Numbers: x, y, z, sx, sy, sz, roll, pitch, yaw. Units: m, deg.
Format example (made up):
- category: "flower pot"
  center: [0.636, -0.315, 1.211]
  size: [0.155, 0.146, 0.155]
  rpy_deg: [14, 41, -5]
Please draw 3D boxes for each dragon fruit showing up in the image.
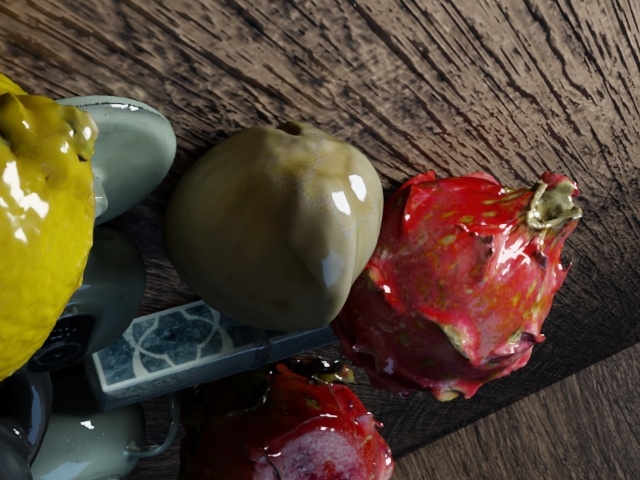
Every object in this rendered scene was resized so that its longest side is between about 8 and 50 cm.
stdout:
- category: "dragon fruit"
  center: [0.123, 0.033, 0.913]
  size: [0.268, 0.205, 0.210]
  rpy_deg: [-38, 155, 32]
- category: "dragon fruit"
  center: [-0.062, 0.250, 1.220]
  size: [0.250, 0.269, 0.291]
  rpy_deg: [-25, -164, -17]

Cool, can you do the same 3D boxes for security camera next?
- category: "security camera"
  center: [-0.188, 0.009, 0.715]
  size: [0.157, 0.080, 0.301]
  rpy_deg: [-11, 154, -28]

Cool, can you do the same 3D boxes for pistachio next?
- category: "pistachio"
  center: [-0.038, -0.009, 0.743]
  size: [0.138, 0.153, 0.238]
  rpy_deg: [0, 177, -28]

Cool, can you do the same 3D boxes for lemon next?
- category: "lemon"
  center: [-0.220, -0.001, 0.489]
  size: [0.257, 0.188, 0.188]
  rpy_deg: [-21, 160, 8]

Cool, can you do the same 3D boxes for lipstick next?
- category: "lipstick"
  center: [-0.097, 0.097, 1.017]
  size: [0.290, 0.077, 0.076]
  rpy_deg: [-15, 158, -19]

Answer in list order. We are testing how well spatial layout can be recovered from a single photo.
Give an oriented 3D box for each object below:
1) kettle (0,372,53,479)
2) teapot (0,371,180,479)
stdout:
- category: "kettle"
  center: [-0.349, 0.196, 0.845]
  size: [0.268, 0.207, 0.290]
  rpy_deg: [-62, 152, 2]
- category: "teapot"
  center: [-0.279, 0.227, 1.069]
  size: [0.294, 0.129, 0.193]
  rpy_deg: [-27, 160, 11]
